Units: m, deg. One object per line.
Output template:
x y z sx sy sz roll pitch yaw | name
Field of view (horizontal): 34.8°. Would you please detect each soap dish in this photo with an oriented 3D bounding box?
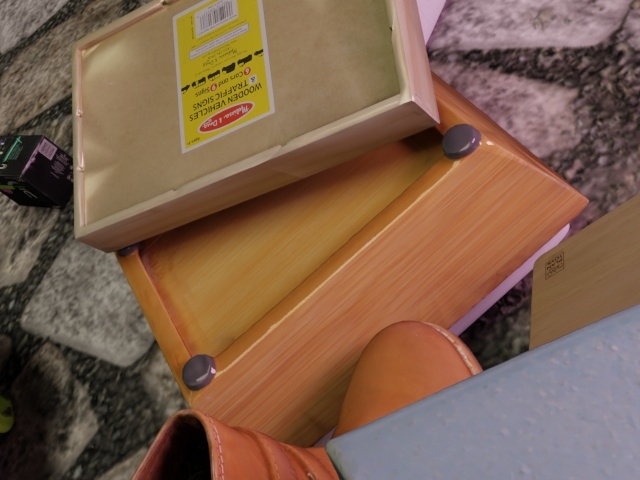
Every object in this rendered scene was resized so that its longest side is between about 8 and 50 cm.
0.000 0.000 0.704 0.291 0.118 0.229 -41 41 3 | soap dish

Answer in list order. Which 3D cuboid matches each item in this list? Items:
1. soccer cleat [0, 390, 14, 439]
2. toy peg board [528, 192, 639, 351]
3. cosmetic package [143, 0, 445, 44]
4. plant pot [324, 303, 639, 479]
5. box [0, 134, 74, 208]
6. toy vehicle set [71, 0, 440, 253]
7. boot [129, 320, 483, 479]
-0.324 0.150 0.907 0.179 0.060 0.072 22 91 48 | soccer cleat
0.194 0.047 0.529 0.161 0.079 0.161 -37 24 37 | toy peg board
0.002 -0.264 0.899 0.224 0.138 0.225 6 63 42 | cosmetic package
0.191 0.149 0.343 0.252 0.247 0.248 -30 40 -8 | plant pot
-0.297 -0.071 1.048 0.083 0.062 0.052 4 62 42 | box
-0.058 -0.109 0.689 0.267 0.035 0.166 -19 63 27 | toy vehicle set
-0.007 0.124 0.483 0.109 0.220 0.283 -7 54 36 | boot
